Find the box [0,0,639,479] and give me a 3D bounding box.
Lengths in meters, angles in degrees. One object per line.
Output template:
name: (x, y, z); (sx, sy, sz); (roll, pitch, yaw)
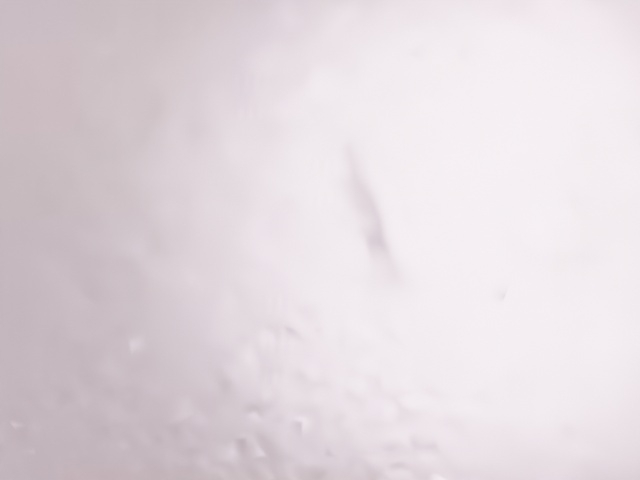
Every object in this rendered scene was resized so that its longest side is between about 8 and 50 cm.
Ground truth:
box: (0.000, 0.000, 0.385); (0.141, 0.349, 0.289); (-15, 103, -79)
